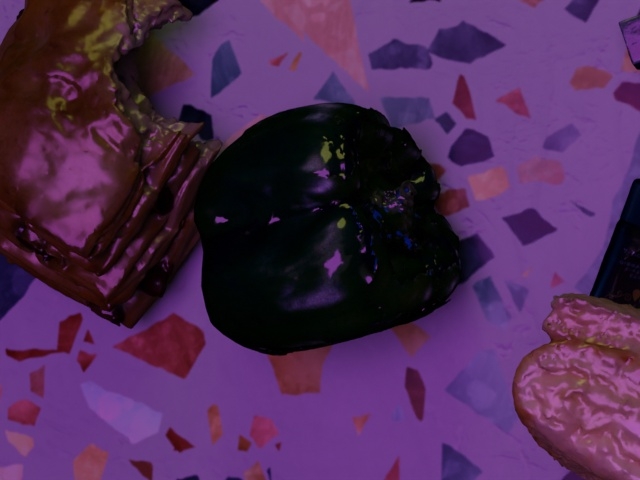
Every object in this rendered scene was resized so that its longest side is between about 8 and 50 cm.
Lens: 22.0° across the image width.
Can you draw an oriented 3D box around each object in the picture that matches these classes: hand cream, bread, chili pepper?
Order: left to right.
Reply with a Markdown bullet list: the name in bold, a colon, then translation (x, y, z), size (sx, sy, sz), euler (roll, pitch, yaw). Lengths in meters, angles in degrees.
- **bread**: translation (-0.268, -0.121, 1.867), size (0.314, 0.191, 0.370), euler (28, 96, 20)
- **chili pepper**: translation (0.000, 0.000, 1.748), size (0.256, 0.233, 0.249), euler (-16, 66, 28)
- **hand cream**: translation (0.327, 0.076, 1.708), size (0.120, 0.061, 0.271), euler (18, 101, 15)
- **bread**: translation (0.312, 0.163, 1.494), size (0.236, 0.375, 0.165), euler (24, 85, 18)

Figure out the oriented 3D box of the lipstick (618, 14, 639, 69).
- **lipstick**: translation (0.462, -0.251, 1.671), size (0.312, 0.051, 0.051), euler (-19, 80, 17)
